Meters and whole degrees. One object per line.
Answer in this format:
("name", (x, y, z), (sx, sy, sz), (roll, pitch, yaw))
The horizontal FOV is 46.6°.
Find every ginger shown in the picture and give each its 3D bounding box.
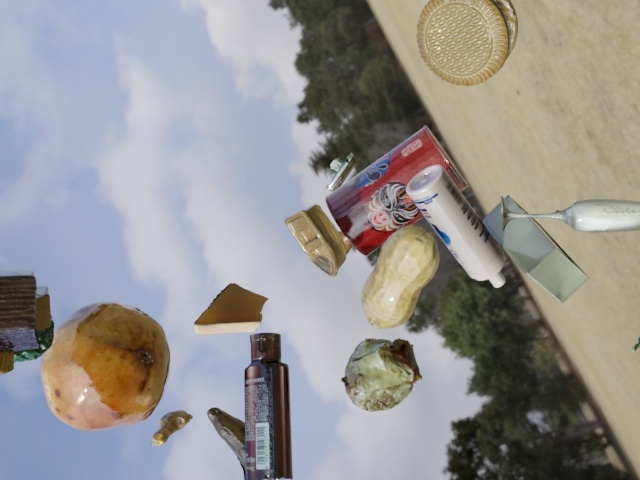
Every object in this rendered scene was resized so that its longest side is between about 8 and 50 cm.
("ginger", (-0.475, 0.576, 2.300), (0.165, 0.096, 0.067), (-33, -68, -50))

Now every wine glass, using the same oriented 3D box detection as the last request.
("wine glass", (0.460, -0.047, 1.344), (0.074, 0.262, 0.074), (1, -90, -76))

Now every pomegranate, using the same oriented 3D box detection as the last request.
("pomegranate", (-0.634, 0.363, 2.155), (0.410, 0.410, 0.410), (57, -165, -24))

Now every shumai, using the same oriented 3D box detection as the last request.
("shumai", (0.147, 0.310, 1.746), (0.142, 0.184, 0.184), (111, 143, -58))

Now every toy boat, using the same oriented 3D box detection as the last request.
("toy boat", (0.000, 0.000, 1.865), (0.188, 0.061, 0.116), (56, 150, -6))
("toy boat", (0.057, -0.217, 2.326), (0.066, 0.140, 0.059), (38, -170, 8))

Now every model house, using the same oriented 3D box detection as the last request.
("model house", (-0.721, 0.196, 1.585), (0.249, 0.280, 0.230), (-143, 52, -68))

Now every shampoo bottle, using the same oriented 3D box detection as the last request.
("shampoo bottle", (0.296, -0.016, 1.542), (0.303, 0.092, 0.092), (51, -163, -23))
("shampoo bottle", (-0.120, 0.373, 1.675), (0.084, 0.129, 0.323), (13, -113, -41))

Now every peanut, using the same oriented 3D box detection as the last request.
("peanut", (0.166, 0.081, 1.579), (0.130, 0.290, 0.130), (13, -140, -12))

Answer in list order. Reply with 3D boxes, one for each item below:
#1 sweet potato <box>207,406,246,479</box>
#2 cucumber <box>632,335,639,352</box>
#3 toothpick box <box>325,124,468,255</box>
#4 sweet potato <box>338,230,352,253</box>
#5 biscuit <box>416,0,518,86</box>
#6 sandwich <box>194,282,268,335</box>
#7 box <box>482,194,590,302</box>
("sweet potato", (-0.207, 0.561, 1.986), (0.112, 0.085, 0.286), (-22, -108, -41))
("cucumber", (0.695, 0.142, 1.432), (0.056, 0.250, 0.056), (50, 172, 10))
("toothpick box", (0.203, -0.132, 2.000), (0.204, 0.333, 0.204), (51, -167, -17))
("sweet potato", (0.018, 0.016, 2.308), (0.095, 0.106, 0.354), (30, 165, -16))
("biscuit", (0.356, -0.506, 1.809), (0.079, 0.259, 0.259), (-41, -74, -44))
("sandwich", (-0.240, 0.217, 2.101), (0.193, 0.162, 0.058), (-49, -28, -43))
("box", (0.453, 0.017, 1.581), (0.129, 0.086, 0.225), (36, -164, -29))
